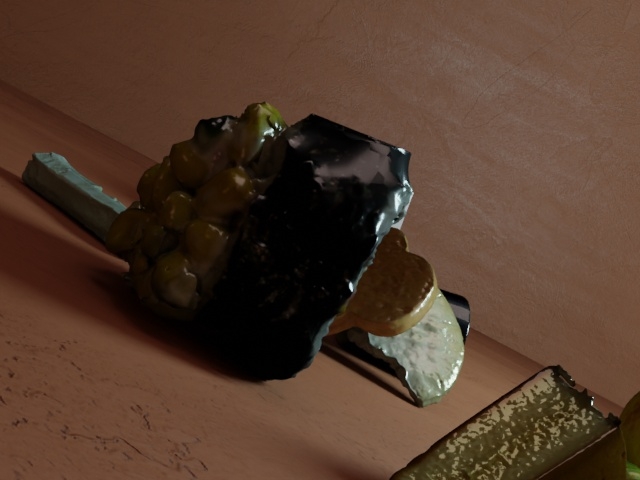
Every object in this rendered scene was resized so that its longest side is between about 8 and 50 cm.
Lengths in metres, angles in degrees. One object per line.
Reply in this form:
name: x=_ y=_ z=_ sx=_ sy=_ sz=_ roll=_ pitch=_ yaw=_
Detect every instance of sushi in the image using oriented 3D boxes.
sushi: x=-0.076 y=-0.029 z=1.183 sx=0.285 sy=0.328 sz=0.328 roll=34 pitch=8 yaw=-4

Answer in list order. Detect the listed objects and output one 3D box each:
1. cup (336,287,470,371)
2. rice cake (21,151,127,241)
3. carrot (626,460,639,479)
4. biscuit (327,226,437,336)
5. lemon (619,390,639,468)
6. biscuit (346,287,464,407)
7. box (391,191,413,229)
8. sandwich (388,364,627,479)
cup: x=0.120 y=0.163 z=1.695 sx=0.177 sy=0.239 sz=0.166 roll=22 pitch=46 yaw=-13
rice cake: x=-0.339 y=-0.048 z=1.485 sx=0.336 sy=0.063 sz=0.066 roll=32 pitch=13 yaw=38
carrot: x=0.452 y=0.367 z=1.620 sx=0.074 sy=0.074 sz=0.358 roll=28 pitch=0 yaw=-2
biscuit: x=0.005 y=0.052 z=1.551 sx=0.376 sy=0.269 sz=0.051 roll=22 pitch=-43 yaw=33
lemon: x=0.643 y=0.357 z=1.738 sx=0.267 sy=0.267 sz=0.267 roll=28 pitch=3 yaw=-2
biscuit: x=0.133 y=0.138 z=1.539 sx=0.188 sy=0.040 sz=0.265 roll=2 pitch=52 yaw=-21
box: x=0.028 y=-0.042 z=2.235 sx=0.343 sy=0.200 sz=0.065 roll=1 pitch=32 yaw=-31
sandwich: x=0.177 y=0.233 z=0.951 sx=0.236 sy=0.128 sz=0.122 roll=-24 pitch=32 yaw=-26
